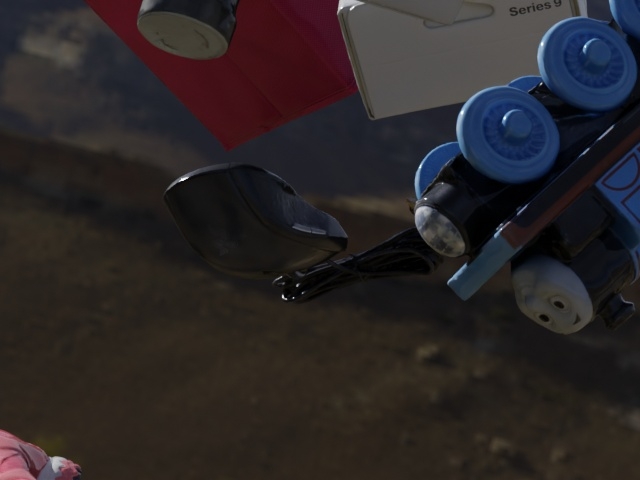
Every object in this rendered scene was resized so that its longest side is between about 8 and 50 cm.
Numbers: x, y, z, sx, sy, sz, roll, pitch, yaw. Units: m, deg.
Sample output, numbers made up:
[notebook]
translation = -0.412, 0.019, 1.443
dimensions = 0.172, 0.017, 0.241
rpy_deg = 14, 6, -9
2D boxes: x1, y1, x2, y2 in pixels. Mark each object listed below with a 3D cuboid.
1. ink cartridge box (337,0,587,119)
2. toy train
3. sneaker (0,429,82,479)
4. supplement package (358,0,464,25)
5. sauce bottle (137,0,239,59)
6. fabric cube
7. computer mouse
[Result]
[ink cartridge box]
translation = 0.101, -0.181, 1.347
dimensions = 0.154, 0.093, 0.212
rpy_deg = -11, 29, 12
[toy train]
translation = 0.121, -0.038, 0.805
dimensions = 0.105, 0.184, 0.080
rpy_deg = 46, -28, 6
[sneaker]
translation = -0.321, 0.249, 1.873
dimensions = 0.136, 0.116, 0.314
rpy_deg = 33, 1, -4
[supplement package]
translation = 0.049, -0.219, 0.994
dimensions = 0.105, 0.179, 0.105
rpy_deg = 14, 36, -16
[sauce bottle]
translation = -0.056, -0.300, 1.471
dimensions = 0.111, 0.344, 0.111
rpy_deg = 12, -20, 4
[fabric cube]
translation = -0.044, -0.274, 1.723
dimensions = 0.258, 0.254, 0.259
rpy_deg = 46, -27, -14
[computer mouse]
translation = 0.000, 0.000, 1.599
dimensions = 0.184, 0.060, 0.262
rpy_deg = -16, -26, 20
